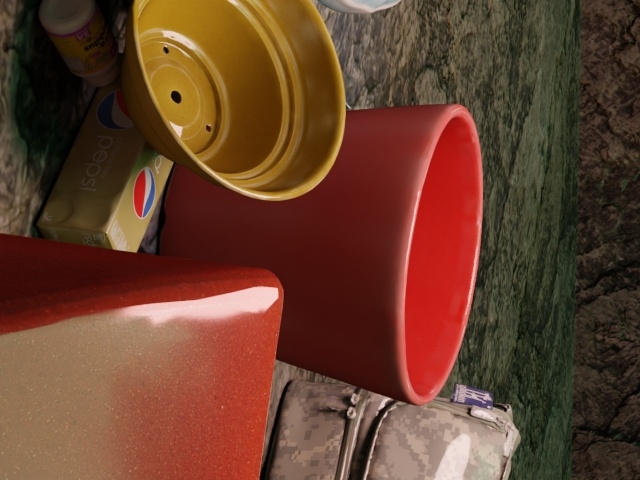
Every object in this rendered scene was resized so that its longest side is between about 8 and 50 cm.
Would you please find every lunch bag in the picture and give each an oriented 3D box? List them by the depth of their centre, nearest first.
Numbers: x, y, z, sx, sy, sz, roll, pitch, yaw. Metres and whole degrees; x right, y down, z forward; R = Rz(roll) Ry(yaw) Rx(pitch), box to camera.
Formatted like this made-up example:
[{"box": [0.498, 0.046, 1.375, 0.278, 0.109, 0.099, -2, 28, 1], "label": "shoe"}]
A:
[{"box": [0.075, 0.313, 1.848, 0.212, 0.256, 0.305, 61, 39, -61], "label": "lunch bag"}]

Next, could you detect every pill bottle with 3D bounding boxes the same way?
[{"box": [-0.178, -0.151, 1.243, 0.083, 0.043, 0.043, 66, 35, -58], "label": "pill bottle"}]

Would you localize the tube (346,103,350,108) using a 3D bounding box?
[{"box": [-0.018, -0.175, 1.566, 0.052, 0.080, 0.207, -50, -161, 10], "label": "tube"}]

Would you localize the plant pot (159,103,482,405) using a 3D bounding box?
[{"box": [0.000, 0.000, 1.522, 0.275, 0.243, 0.274, 7, 90, -73], "label": "plant pot"}]

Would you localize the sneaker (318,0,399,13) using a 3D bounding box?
[{"box": [0.059, -0.289, 1.486, 0.366, 0.150, 0.135, 30, 69, -71], "label": "sneaker"}]

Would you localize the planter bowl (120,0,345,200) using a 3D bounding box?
[{"box": [-0.086, -0.123, 1.274, 0.217, 0.090, 0.217, 20, 61, -40], "label": "planter bowl"}]

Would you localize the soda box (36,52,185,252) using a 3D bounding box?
[{"box": [-0.158, -0.062, 1.308, 0.058, 0.061, 0.181, 74, 29, -51], "label": "soda box"}]

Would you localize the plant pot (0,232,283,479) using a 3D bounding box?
[{"box": [-0.208, 0.126, 0.949, 0.236, 0.267, 0.267, 10, 87, -60], "label": "plant pot"}]

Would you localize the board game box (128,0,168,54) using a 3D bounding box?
[{"box": [-0.076, -0.315, 1.437, 0.253, 0.079, 0.336, 70, 32, -54], "label": "board game box"}]
